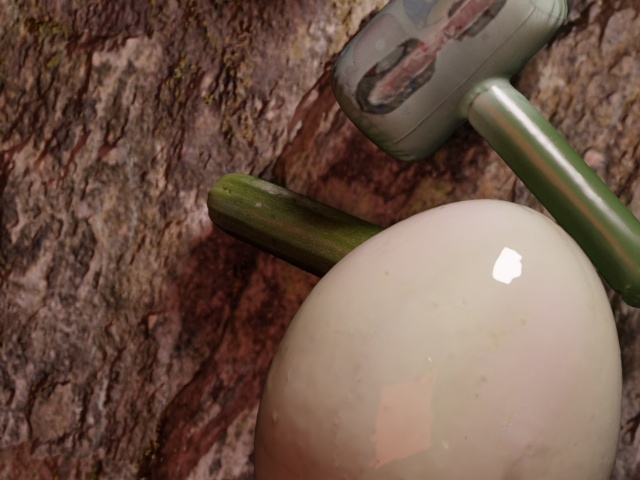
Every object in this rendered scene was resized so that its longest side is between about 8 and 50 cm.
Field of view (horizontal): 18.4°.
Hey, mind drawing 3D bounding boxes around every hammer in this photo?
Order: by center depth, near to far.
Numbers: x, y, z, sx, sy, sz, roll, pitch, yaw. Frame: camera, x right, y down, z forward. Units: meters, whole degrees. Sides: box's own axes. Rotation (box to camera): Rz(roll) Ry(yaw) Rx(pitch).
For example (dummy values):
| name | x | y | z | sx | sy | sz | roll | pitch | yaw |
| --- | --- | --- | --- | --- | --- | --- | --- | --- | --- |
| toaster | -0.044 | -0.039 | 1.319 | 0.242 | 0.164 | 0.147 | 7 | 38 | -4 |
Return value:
| name | x | y | z | sx | sy | sz | roll | pitch | yaw |
| --- | --- | --- | --- | --- | --- | --- | --- | --- | --- |
| hammer | 0.174 | -0.082 | 1.614 | 0.206 | 0.119 | 0.335 | -44 | 80 | 21 |

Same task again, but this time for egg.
| name | x | y | z | sx | sy | sz | roll | pitch | yaw |
| --- | --- | --- | --- | --- | --- | --- | --- | --- | --- |
| egg | 0.096 | 0.131 | 1.551 | 0.283 | 0.283 | 0.345 | 25 | 101 | 23 |

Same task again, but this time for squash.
| name | x | y | z | sx | sy | sz | roll | pitch | yaw |
| --- | --- | --- | --- | --- | --- | --- | --- | --- | --- |
| squash | 0.000 | 0.000 | 1.719 | 0.229 | 0.066 | 0.066 | 23 | 101 | 25 |
